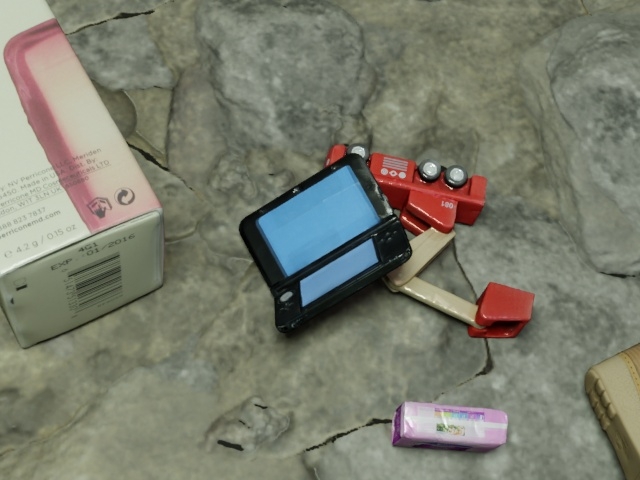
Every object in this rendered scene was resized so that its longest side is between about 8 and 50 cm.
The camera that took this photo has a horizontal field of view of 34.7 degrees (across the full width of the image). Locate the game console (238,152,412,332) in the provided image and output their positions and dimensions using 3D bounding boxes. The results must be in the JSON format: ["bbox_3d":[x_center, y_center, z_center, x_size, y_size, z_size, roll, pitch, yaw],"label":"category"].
[{"bbox_3d":[0.000,0.000,0.815,0.122,0.107,0.071,-32,109,9],"label":"game console"}]

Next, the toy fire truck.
[{"bbox_3d":[0.086,0.000,0.866,0.192,0.047,0.135,12,65,-1],"label":"toy fire truck"}]

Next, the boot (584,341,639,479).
[{"bbox_3d":[0.340,0.176,0.792,0.207,0.090,0.248,-10,63,-11],"label":"boot"}]

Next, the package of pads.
[{"bbox_3d":[0.099,0.145,0.795,0.083,0.050,0.031,5,69,-6],"label":"package of pads"}]

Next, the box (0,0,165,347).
[{"bbox_3d":[-0.227,-0.060,0.794,0.127,0.148,0.232,-25,71,-19],"label":"box"}]
